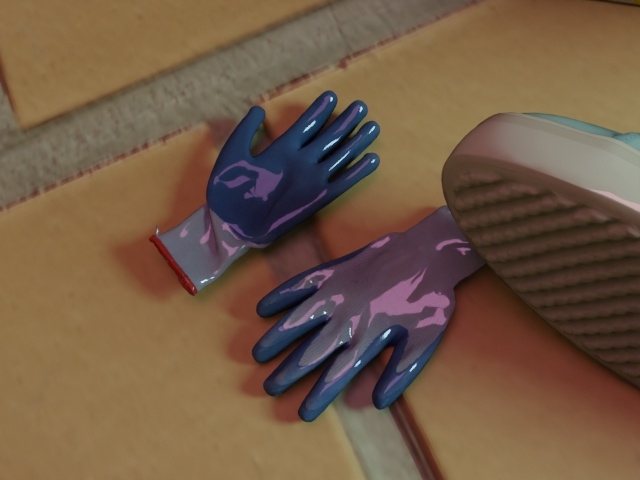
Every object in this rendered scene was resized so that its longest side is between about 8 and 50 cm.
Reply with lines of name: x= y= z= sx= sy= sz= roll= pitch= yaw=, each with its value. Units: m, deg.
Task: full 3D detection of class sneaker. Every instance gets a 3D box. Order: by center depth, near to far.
sneaker: x=0.241 y=0.011 z=0.446 sx=0.365 sy=0.135 sz=0.150 roll=27 pitch=61 yaw=13

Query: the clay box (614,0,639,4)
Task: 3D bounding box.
clay box: x=0.181 y=-0.201 z=0.563 sx=0.222 sy=0.127 sz=0.053 roll=14 pitch=64 yaw=17

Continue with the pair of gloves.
pair of gloves: x=0.000 y=0.000 z=0.547 sx=0.159 sy=0.023 sz=0.198 roll=-39 pitch=63 yaw=-13
